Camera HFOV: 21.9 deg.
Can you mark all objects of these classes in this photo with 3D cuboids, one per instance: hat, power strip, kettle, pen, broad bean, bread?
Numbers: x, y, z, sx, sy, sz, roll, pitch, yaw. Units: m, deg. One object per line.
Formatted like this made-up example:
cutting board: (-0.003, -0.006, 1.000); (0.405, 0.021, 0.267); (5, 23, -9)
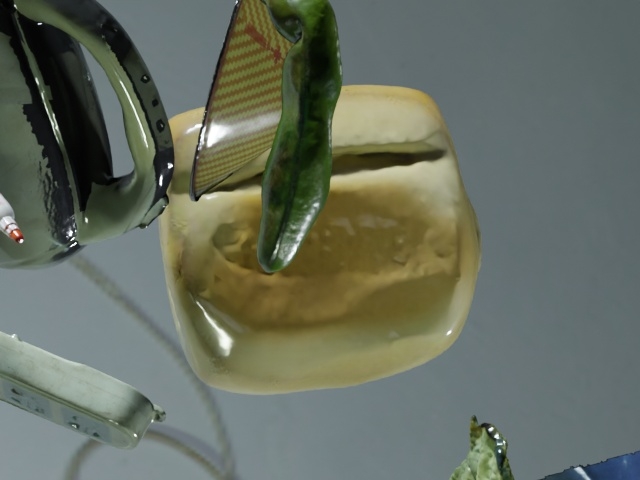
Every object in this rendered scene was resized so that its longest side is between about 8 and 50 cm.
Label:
hat: (-0.030, -0.109, 1.168); (0.082, 0.193, 0.193); (16, 75, -1)
power strip: (-0.277, 0.118, 1.502); (0.286, 0.080, 0.048); (22, 64, 4)
kettle: (-0.294, -0.124, 1.662); (0.228, 0.321, 0.324); (-56, 130, -52)
pen: (-0.298, -0.060, 1.368); (0.026, 0.218, 0.026); (-26, 139, -25)
broad bean: (-0.013, -0.079, 1.004); (0.046, 0.061, 0.195); (-4, 89, -52)
bread: (0.000, 0.000, 1.953); (0.376, 0.253, 0.348); (-10, 89, -7)

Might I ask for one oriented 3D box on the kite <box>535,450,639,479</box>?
kite: (0.049, 0.176, 0.668); (0.022, 0.360, 0.204); (-3, 77, -57)

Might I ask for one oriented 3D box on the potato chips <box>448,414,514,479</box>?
potato chips: (0.104, 0.240, 1.277); (0.028, 0.092, 0.207); (14, 104, -23)
